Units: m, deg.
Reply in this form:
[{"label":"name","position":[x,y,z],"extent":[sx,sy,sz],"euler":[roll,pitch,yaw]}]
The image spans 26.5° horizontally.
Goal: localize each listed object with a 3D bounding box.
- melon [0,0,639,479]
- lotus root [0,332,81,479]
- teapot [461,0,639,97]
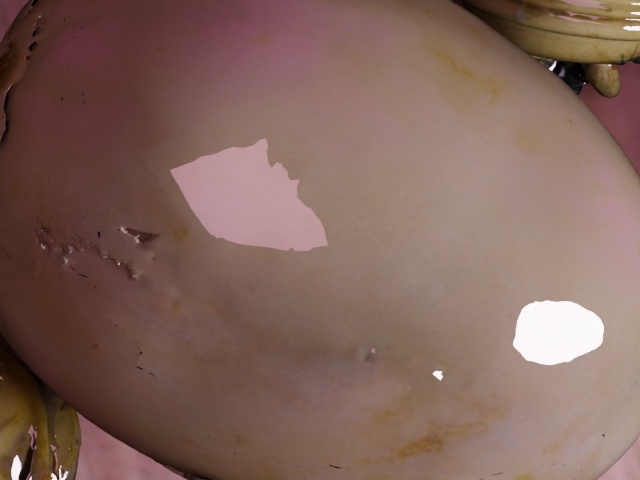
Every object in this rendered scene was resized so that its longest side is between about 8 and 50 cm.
[{"label":"melon","position":[0.000,0.000,0.562],"extent":[0.317,0.223,0.223],"euler":[25,87,-22]},{"label":"lotus root","position":[-0.202,0.153,0.582],"extent":[0.160,0.152,0.275],"euler":[21,80,-7]},{"label":"teapot","position":[0.108,-0.151,0.621],"extent":[0.269,0.173,0.183],"euler":[9,114,3]}]
